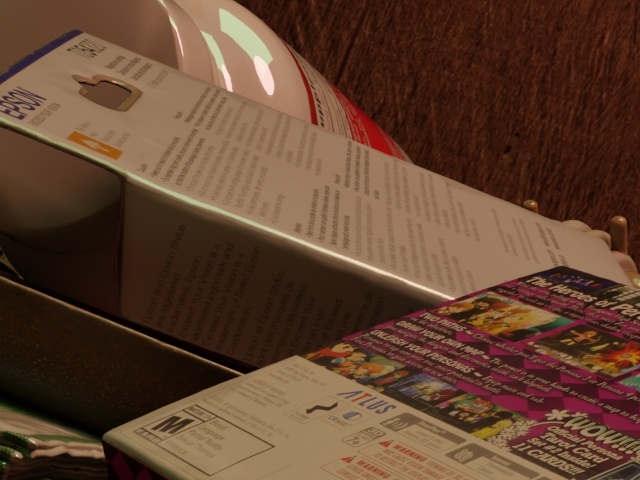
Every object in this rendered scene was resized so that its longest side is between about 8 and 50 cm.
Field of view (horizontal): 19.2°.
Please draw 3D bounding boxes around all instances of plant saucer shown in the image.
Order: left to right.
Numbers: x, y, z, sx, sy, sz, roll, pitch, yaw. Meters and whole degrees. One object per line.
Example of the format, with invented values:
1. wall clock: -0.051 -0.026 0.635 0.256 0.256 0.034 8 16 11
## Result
1. plant saucer: -0.064 0.071 0.857 0.311 0.050 0.310 22 -5 2

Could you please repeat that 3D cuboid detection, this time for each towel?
1. towel: -0.149 0.063 0.698 0.152 0.023 0.113 18 -4 19

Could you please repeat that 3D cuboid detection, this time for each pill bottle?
1. pill bottle: -0.084 -0.037 1.292 0.229 0.229 0.408 20 -6 25

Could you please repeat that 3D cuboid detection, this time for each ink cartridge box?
1. ink cartridge box: 0.000 0.000 0.919 0.330 0.071 0.324 20 11 -2

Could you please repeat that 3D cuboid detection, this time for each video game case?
1. video game case: 0.073 0.075 0.613 0.210 0.041 0.232 -19 21 -29

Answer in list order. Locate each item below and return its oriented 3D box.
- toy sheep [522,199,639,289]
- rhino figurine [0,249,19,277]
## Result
1. toy sheep: 0.142 0.026 1.133 0.132 0.091 0.091 15 -4 37
2. rhino figurine: -0.279 -0.011 1.108 0.243 0.073 0.106 24 6 -38
